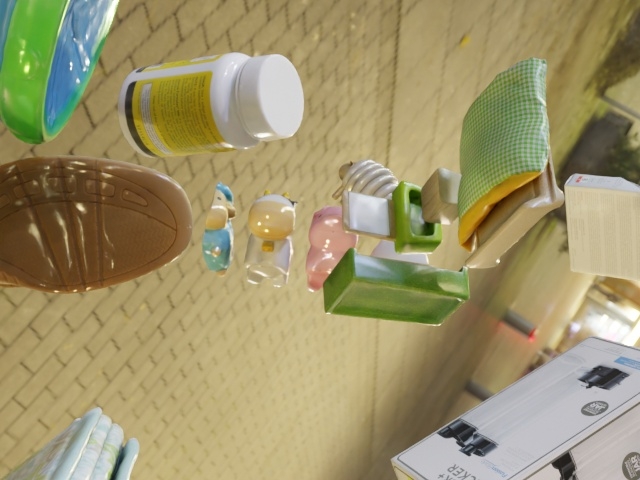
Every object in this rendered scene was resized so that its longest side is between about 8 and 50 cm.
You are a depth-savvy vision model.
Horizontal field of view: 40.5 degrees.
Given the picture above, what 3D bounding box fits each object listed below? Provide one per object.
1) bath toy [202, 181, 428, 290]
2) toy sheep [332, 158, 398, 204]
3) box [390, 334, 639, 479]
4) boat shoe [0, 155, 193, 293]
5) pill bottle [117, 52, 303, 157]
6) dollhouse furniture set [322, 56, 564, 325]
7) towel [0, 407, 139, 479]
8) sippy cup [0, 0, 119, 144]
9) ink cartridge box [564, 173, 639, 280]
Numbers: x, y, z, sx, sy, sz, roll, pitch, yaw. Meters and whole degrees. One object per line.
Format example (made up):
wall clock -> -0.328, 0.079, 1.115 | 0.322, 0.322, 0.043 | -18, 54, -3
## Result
bath toy -> 0.000, 0.000, 1.341 | 0.151, 0.348, 0.129 | 101, 0, -58
toy sheep -> 0.074, -0.068, 1.263 | 0.091, 0.132, 0.091 | -35, 154, -20
box -> 0.240, 0.217, 0.911 | 0.290, 0.087, 0.169 | -28, -167, -15
boat shoe -> -0.278, -0.011, 0.813 | 0.123, 0.342, 0.123 | -52, 132, -79
pill bottle -> -0.134, -0.166, 1.069 | 0.119, 0.209, 0.119 | 4, 86, -60
dollhouse furniture set -> 0.122, -0.057, 0.976 | 0.301, 0.151, 0.197 | 124, -29, -55
towel -> -0.335, 0.339, 0.835 | 0.320, 0.090, 0.374 | -38, -169, 6
sippy cup -> -0.288, -0.225, 0.696 | 0.240, 0.224, 0.305 | -87, -160, -60
ink cartridge box -> 0.431, -0.015, 1.195 | 0.045, 0.179, 0.145 | -45, 132, -44
